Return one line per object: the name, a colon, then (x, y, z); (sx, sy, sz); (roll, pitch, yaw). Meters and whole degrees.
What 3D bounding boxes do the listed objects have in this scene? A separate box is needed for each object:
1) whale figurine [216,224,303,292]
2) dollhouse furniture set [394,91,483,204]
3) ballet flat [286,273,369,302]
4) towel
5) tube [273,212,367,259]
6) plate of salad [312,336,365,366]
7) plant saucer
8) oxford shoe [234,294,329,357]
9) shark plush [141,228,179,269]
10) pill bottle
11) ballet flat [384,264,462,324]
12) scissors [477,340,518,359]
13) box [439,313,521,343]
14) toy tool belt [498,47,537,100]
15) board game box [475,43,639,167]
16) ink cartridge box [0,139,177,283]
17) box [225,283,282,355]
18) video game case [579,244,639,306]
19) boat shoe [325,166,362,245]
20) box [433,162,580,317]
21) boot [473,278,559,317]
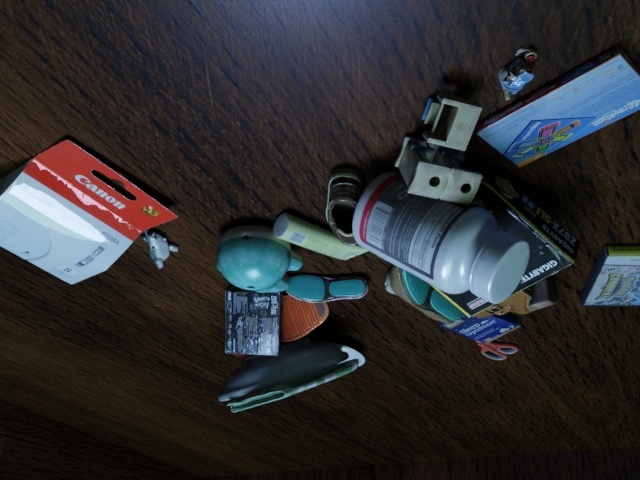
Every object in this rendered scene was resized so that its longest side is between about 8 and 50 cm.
whale figurine: (-0.150, 0.076, 1.691); (0.217, 0.141, 0.272); (-2, 149, 7)
dollhouse furniture set: (0.237, -0.183, 1.283); (0.129, 0.129, 0.183); (11, 118, -13)
ballet flat: (0.019, 0.129, 1.839); (0.222, 0.076, 0.079); (-1, 168, 7)
towel: (-0.068, 0.402, 1.938); (0.248, 0.038, 0.325); (-25, 169, 41)
tube: (0.000, 0.000, 1.641); (0.240, 0.070, 0.062); (22, 101, -34)
plate of salad: (0.046, 0.357, 2.224); (0.200, 0.048, 0.199); (12, 150, 7)
plant saucer: (-0.119, 0.364, 2.050); (0.401, 0.100, 0.400); (-18, 172, -3)
oxford shoe: (-0.104, 0.234, 2.003); (0.364, 0.129, 0.133); (-24, 167, 33)
shark plush: (-0.414, 0.009, 1.696); (0.067, 0.073, 0.161); (24, 162, 26)
pill bottle: (0.231, -0.003, 1.351); (0.319, 0.176, 0.176); (29, 165, 36)
ballet flat: (0.244, 0.122, 1.785); (0.124, 0.116, 0.342); (3, 159, 40)
scissors: (0.485, 0.311, 2.129); (0.297, 0.021, 0.109); (23, 144, -29)
box: (0.439, 0.227, 1.975); (0.225, 0.036, 0.136); (23, 139, -27)
toy tool belt: (0.332, -0.274, 1.155); (0.052, 0.051, 0.083); (15, 146, -19)
board game box: (0.435, -0.229, 1.242); (0.145, 0.027, 0.281); (29, 140, -34)
ink cartridge box: (-0.564, -0.046, 1.562); (0.385, 0.091, 0.308); (-19, 138, 35)
box: (-0.178, 0.212, 1.879); (0.148, 0.180, 0.077); (1, -169, 3)
video game case: (0.801, 0.093, 1.726); (0.249, 0.035, 0.274); (-1, 148, 6)
boat shoe: (0.053, -0.047, 1.512); (0.095, 0.095, 0.257); (-2, 148, 9)
box: (0.345, 0.012, 1.508); (0.257, 0.079, 0.322); (41, 140, -7)
boot: (0.441, 0.119, 1.762); (0.220, 0.109, 0.284); (-20, 149, 39)
